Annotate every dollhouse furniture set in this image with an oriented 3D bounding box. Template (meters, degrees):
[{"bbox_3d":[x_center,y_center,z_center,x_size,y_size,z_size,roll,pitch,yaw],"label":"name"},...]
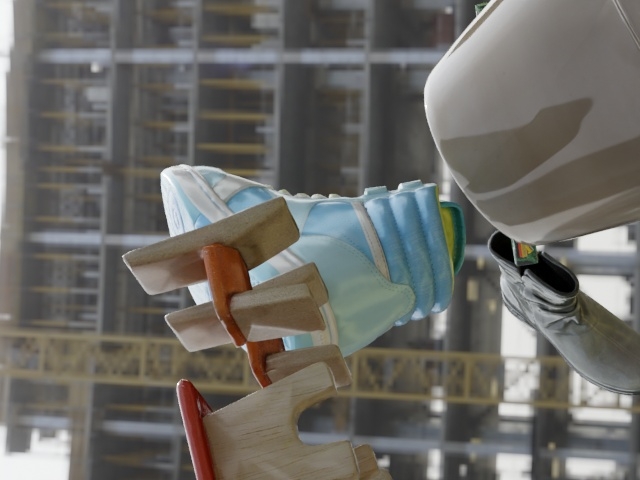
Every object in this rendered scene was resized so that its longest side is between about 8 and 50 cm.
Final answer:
[{"bbox_3d":[-0.030,0.155,0.783,0.259,0.135,0.262,66,-173,-60],"label":"dollhouse furniture set"}]

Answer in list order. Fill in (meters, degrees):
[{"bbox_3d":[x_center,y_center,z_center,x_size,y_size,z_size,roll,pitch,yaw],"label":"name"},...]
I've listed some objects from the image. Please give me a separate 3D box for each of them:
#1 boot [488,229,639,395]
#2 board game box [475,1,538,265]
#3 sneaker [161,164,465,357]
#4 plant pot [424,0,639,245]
[{"bbox_3d":[0.304,0.089,1.758,0.083,0.246,0.161,-51,-24,-10],"label":"boot"},{"bbox_3d":[0.202,-0.114,1.582,0.136,0.030,0.259,-95,-7,-55],"label":"board game box"},{"bbox_3d":[0.000,0.000,1.230,0.319,0.208,0.127,43,146,54],"label":"sneaker"},{"bbox_3d":[0.255,-0.142,1.259,0.323,0.280,0.323,36,-143,-33],"label":"plant pot"}]
